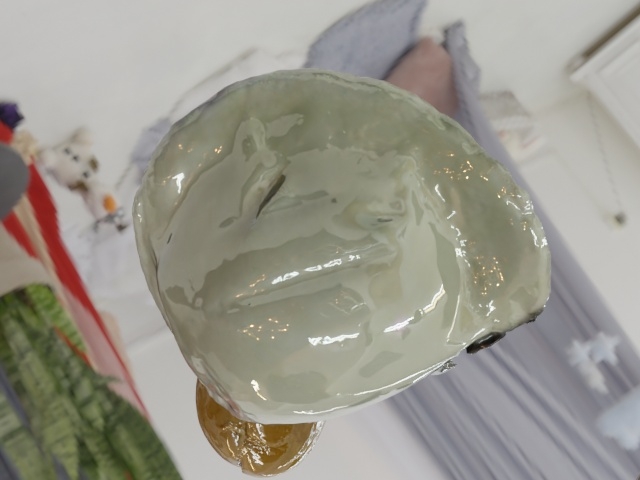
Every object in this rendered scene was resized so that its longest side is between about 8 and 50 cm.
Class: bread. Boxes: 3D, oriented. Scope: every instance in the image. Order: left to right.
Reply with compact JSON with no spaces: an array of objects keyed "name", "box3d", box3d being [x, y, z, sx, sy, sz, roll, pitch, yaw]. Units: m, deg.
[{"name":"bread","box3d":[-0.045,0.107,0.946,0.077,0.114,0.189,-20,127,-59]}]

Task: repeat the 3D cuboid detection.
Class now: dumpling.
[{"name":"dumpling","box3d":[0.000,-0.001,0.762,0.243,0.227,0.175,-20,-173,-3]}]

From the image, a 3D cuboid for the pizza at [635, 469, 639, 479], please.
[{"name":"pizza","box3d":[0.468,0.092,0.808,0.080,0.434,0.392,33,75,-54]}]
